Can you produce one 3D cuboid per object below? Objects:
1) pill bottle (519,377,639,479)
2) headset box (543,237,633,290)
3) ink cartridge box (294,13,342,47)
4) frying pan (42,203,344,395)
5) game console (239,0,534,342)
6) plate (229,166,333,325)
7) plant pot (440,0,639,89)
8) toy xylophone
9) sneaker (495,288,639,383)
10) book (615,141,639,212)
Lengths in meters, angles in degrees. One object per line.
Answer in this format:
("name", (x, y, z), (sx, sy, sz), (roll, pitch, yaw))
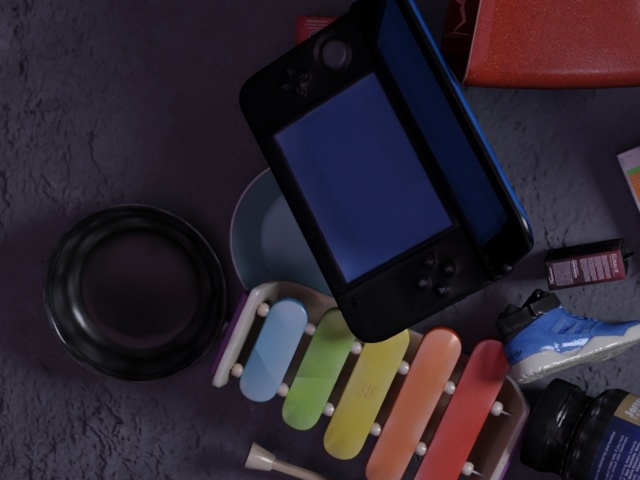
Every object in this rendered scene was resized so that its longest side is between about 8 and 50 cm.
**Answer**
("pill bottle", (0.311, 0.217, 1.336), (0.219, 0.123, 0.123), (22, 106, 22))
("headset box", (0.263, 0.022, 1.350), (0.083, 0.062, 0.032), (-11, 98, 17))
("ink cartridge box", (0.027, -0.155, 1.380), (0.099, 0.056, 0.135), (5, 102, 15))
("frying pan", (-0.131, 0.058, 1.468), (0.326, 0.053, 0.197), (2, 103, 3))
("game console", (0.046, -0.074, 1.241), (0.250, 0.173, 0.293), (-30, 80, 24))
("plate", (0.000, 0.000, 1.425), (0.188, 0.024, 0.188), (2, 105, 6))
("plant pot", (0.252, -0.261, 1.209), (0.235, 0.267, 0.267), (10, 104, -2))
("toy xylophone", (0.045, 0.172, 1.411), (0.322, 0.081, 0.236), (15, 106, 1))
("sneaker", (0.243, 0.080, 1.354), (0.152, 0.058, 0.085), (-15, 70, -17))
("book", (0.356, -0.036, 1.331), (0.096, 0.035, 0.144), (-22, 95, 14))
